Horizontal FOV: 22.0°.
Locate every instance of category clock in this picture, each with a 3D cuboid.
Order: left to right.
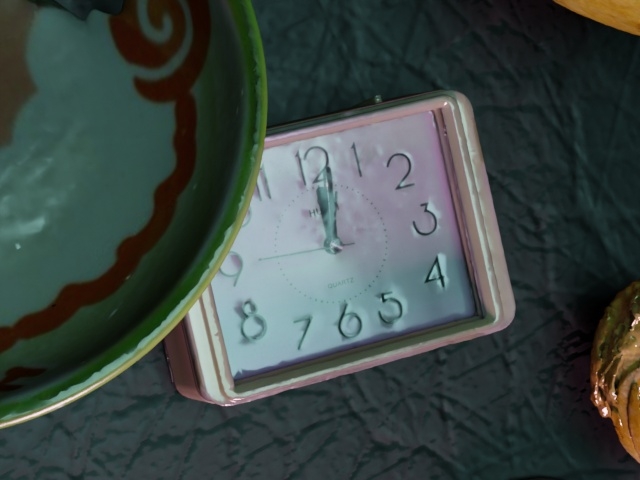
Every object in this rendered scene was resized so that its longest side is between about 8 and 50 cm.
[{"bbox_3d":[0.000,0.000,0.932,0.192,0.071,0.147,-13,94,-18],"label":"clock"}]

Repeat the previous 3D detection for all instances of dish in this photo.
[{"bbox_3d":[-0.191,-0.058,0.832,0.324,0.124,0.324,1,79,-5],"label":"dish"}]

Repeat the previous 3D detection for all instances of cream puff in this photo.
[{"bbox_3d":[0.221,0.077,0.989,0.133,0.104,0.119,37,111,-8],"label":"cream puff"}]

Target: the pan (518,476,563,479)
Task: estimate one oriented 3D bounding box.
[{"bbox_3d":[0.179,0.227,1.014,0.235,0.028,0.136,18,85,-18],"label":"pan"}]

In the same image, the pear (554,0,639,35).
[{"bbox_3d":[0.217,-0.253,0.891,0.303,0.304,0.304,0,90,-19],"label":"pear"}]
